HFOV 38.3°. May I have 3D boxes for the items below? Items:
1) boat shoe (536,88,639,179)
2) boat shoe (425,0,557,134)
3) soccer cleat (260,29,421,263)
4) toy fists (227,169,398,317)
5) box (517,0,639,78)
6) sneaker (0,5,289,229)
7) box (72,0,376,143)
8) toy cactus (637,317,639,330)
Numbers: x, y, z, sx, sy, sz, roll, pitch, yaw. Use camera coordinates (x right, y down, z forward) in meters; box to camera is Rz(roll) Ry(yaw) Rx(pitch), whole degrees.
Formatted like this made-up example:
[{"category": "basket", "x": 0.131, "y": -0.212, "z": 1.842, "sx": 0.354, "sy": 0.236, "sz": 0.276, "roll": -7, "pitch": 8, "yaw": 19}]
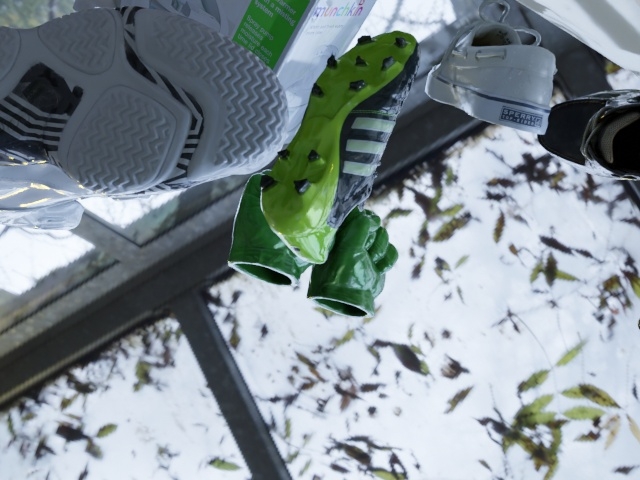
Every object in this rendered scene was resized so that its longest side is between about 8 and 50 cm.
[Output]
[{"category": "boat shoe", "x": 0.418, "y": -0.144, "z": 1.231, "sx": 0.355, "sy": 0.130, "sz": 0.132, "roll": 17, "pitch": -82, "yaw": 54}, {"category": "boat shoe", "x": 0.240, "y": -0.254, "z": 1.287, "sx": 0.135, "sy": 0.367, "sz": 0.157, "roll": 13, "pitch": -77, "yaw": -6}, {"category": "soccer cleat", "x": 0.018, "y": -0.066, "z": 0.608, "sx": 0.060, "sy": 0.072, "sz": 0.179, "roll": 13, "pitch": -123, "yaw": 32}, {"category": "toy fists", "x": 0.000, "y": 0.000, "z": 1.210, "sx": 0.096, "sy": 0.279, "sz": 0.142, "roll": -5, "pitch": -113, "yaw": 44}, {"category": "box", "x": 0.253, "y": -0.207, "z": 0.660, "sx": 0.311, "sy": 0.121, "sz": 0.148, "roll": 30, "pitch": -97, "yaw": -4}, {"category": "sneaker", "x": -0.196, "y": -0.089, "z": 0.754, "sx": 0.365, "sy": 0.210, "sz": 0.138, "roll": -1, "pitch": -97, "yaw": 7}, {"category": "box", "x": -0.094, "y": -0.263, "z": 0.958, "sx": 0.262, "sy": 0.126, "sz": 0.231, "roll": 44, "pitch": -57, "yaw": 15}, {"category": "toy cactus", "x": 0.418, "y": 0.060, "z": 0.879, "sx": 0.180, "sy": 0.218, "sz": 0.112, "roll": 128, "pitch": -26, "yaw": -49}]
